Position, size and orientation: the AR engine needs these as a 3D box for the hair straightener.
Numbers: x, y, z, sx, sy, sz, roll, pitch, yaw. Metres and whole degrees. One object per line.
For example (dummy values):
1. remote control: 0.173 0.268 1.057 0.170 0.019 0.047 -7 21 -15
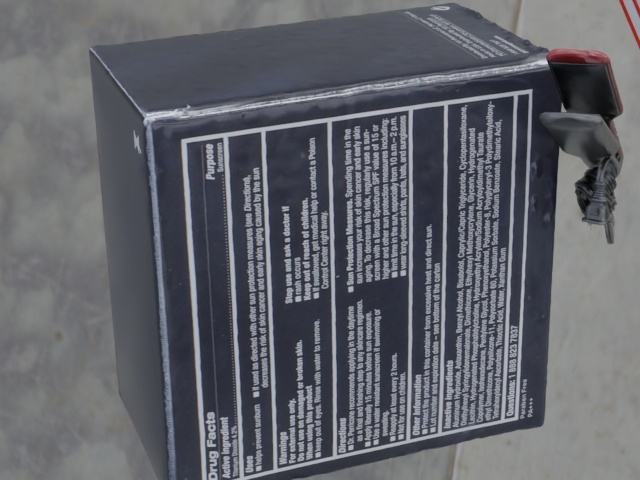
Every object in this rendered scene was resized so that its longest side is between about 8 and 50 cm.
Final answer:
1. hair straightener: 0.178 -0.048 0.973 0.047 0.230 0.089 6 76 14

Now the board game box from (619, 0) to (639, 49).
1. board game box: 0.269 -0.153 0.718 0.193 0.045 0.147 -36 24 -17

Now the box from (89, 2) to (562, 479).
1. box: 0.000 0.000 1.047 0.294 0.296 0.183 -10 25 -19
